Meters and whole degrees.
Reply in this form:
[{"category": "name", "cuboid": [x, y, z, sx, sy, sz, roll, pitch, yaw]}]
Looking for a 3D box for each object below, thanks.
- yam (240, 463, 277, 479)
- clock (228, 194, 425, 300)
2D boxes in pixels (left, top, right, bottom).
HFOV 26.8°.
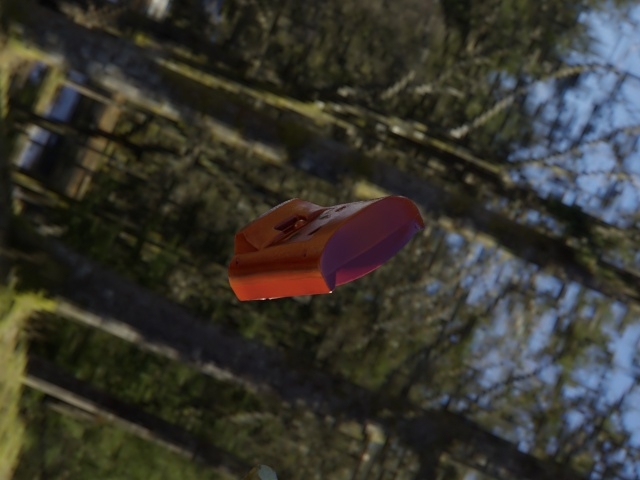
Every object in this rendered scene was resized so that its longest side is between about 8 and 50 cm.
[{"category": "yam", "cuboid": [-0.067, 0.181, 0.838, 0.116, 0.021, 0.021, -47, -169, 23]}, {"category": "clock", "cuboid": [0.000, 0.000, 1.126, 0.113, 0.061, 0.155, -33, -165, -31]}]
